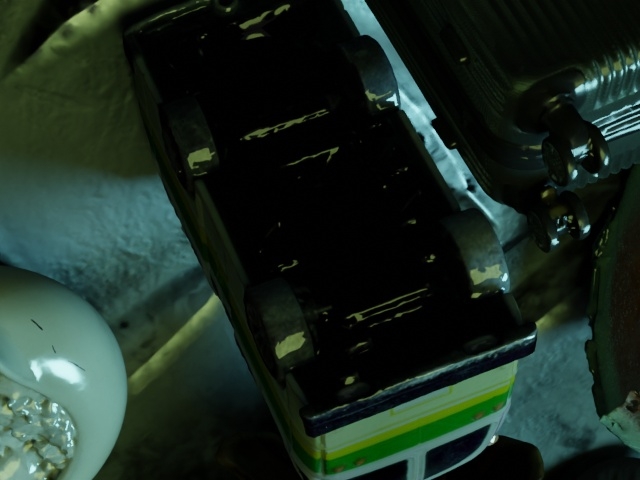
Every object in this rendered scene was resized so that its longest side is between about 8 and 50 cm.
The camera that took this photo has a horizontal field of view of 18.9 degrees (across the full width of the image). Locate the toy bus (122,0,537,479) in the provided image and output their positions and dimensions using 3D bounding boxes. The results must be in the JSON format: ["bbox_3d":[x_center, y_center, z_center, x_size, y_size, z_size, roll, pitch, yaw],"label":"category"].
[{"bbox_3d":[0.000,0.000,1.154,0.143,0.305,0.179,-21,147,-11],"label":"toy bus"}]

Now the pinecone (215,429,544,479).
[{"bbox_3d":[0.057,0.263,1.386,0.384,0.384,0.384,-15,133,-17],"label":"pinecone"}]

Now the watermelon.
[{"bbox_3d":[0.281,0.019,1.389,0.148,0.226,0.318,23,105,-10],"label":"watermelon"}]

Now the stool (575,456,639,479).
[{"bbox_3d":[0.250,0.278,1.616,0.121,0.125,0.217,94,21,-56],"label":"stool"}]

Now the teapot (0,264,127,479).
[{"bbox_3d":[-0.218,0.129,1.254,0.208,0.166,0.300,-32,126,-16],"label":"teapot"}]

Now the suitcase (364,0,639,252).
[{"bbox_3d":[0.128,-0.163,1.069,0.202,0.312,0.128,-22,151,-13],"label":"suitcase"}]
